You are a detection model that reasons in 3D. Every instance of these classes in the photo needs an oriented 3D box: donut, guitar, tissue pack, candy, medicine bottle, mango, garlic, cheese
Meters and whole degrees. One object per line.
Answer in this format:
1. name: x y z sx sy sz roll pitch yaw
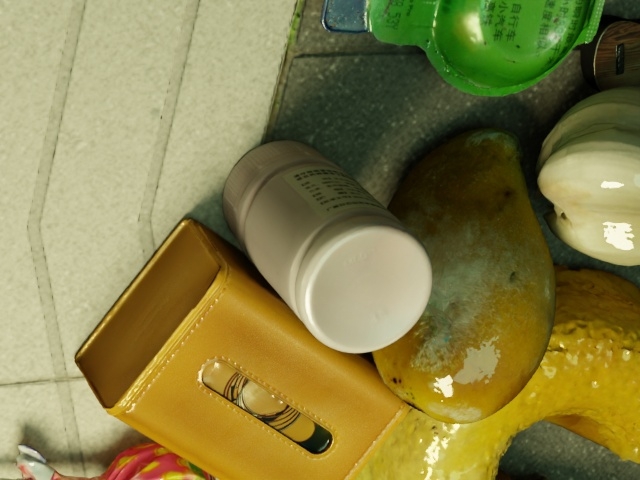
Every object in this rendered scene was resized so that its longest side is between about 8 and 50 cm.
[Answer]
1. donut: 0.227 0.243 1.837 0.377 0.163 0.435 17 105 -26
2. guitar: 0.404 -0.218 1.787 0.271 0.038 0.084 -13 118 -18
3. tissue pack: -0.073 0.139 1.683 0.274 0.145 0.194 35 93 -31
4. candy: -0.283 0.251 1.679 0.365 0.124 0.124 8 108 -13
5. medicine bottle: 0.000 0.000 1.590 0.133 0.249 0.133 -9 114 -20
6. mango: 0.142 0.029 1.678 0.192 0.146 0.316 2 70 13
7. garlic: 0.323 -0.067 1.741 0.281 0.203 0.185 -4 90 -59
8. cheese: 0.148 -0.242 1.645 0.320 0.083 0.204 2 113 -26
